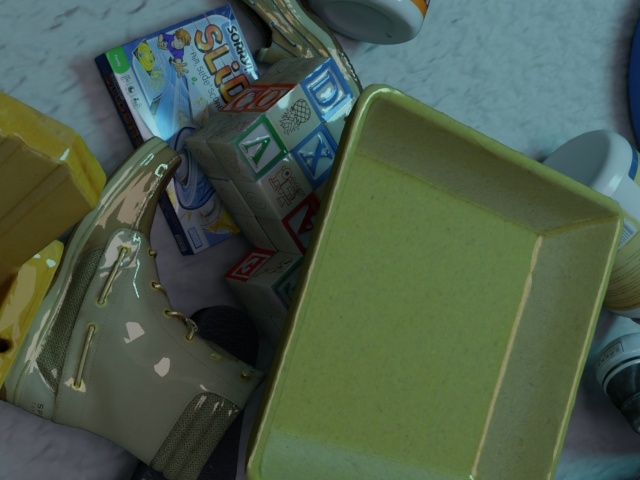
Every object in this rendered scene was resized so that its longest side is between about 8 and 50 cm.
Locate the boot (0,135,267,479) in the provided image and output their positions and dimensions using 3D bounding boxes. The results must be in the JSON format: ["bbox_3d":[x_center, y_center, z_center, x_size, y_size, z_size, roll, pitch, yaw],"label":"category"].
[{"bbox_3d":[-0.131,0.061,1.002,0.203,0.095,0.262,27,78,1],"label":"boot"}]

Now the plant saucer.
[{"bbox_3d":[0.094,0.074,1.008,0.333,0.081,0.332,21,84,-35],"label":"plant saucer"}]

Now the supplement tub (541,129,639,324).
[{"bbox_3d":[0.326,-0.007,1.249,0.200,0.144,0.144,40,71,-19],"label":"supplement tub"}]

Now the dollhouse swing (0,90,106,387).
[{"bbox_3d":[-0.367,0.031,0.805,0.347,0.305,0.315,29,74,-24],"label":"dollhouse swing"}]

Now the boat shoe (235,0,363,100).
[{"bbox_3d":[-0.033,-0.192,1.130,0.072,0.068,0.190,-37,94,-11],"label":"boat shoe"}]

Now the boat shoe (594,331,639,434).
[{"bbox_3d":[0.453,0.193,1.297,0.335,0.121,0.119,10,47,-22],"label":"boat shoe"}]

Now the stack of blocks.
[{"bbox_3d":[0.000,0.000,1.080,0.171,0.087,0.297,-44,118,-23],"label":"stack of blocks"}]

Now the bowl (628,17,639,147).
[{"bbox_3d":[0.534,-0.176,1.405,0.391,0.077,0.391,2,86,-27],"label":"bowl"}]

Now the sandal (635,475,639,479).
[{"bbox_3d":[0.248,0.329,1.208,0.416,0.169,0.102,-33,60,-31],"label":"sandal"}]

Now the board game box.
[{"bbox_3d":[-0.108,-0.104,1.094,0.136,0.035,0.201,-28,101,-26],"label":"board game box"}]

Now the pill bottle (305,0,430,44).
[{"bbox_3d":[0.071,-0.316,1.150,0.121,0.121,0.221,23,77,-24],"label":"pill bottle"}]

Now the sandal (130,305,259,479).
[{"bbox_3d":[-0.119,0.185,1.070,0.097,0.054,0.254,32,63,-29],"label":"sandal"}]
